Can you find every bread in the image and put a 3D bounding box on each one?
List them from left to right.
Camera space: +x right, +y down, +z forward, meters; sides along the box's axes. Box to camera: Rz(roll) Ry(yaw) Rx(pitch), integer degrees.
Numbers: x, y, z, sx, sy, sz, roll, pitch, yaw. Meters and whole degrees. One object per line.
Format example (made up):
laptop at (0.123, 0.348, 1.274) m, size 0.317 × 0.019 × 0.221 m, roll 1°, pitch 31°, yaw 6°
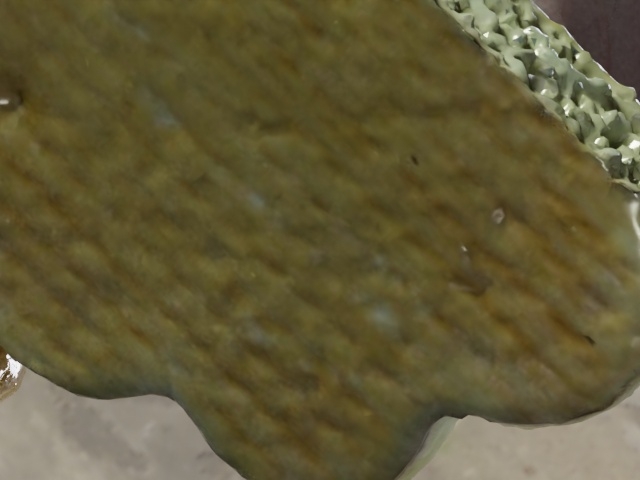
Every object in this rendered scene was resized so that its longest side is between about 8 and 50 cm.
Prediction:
bread at (-0.035, -0.035, 0.558) m, size 0.286 × 0.207 × 0.056 m, roll 49°, pitch 32°, yaw 5°

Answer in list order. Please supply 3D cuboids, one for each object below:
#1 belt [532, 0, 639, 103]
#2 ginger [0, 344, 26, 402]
belt at (0.091, -0.095, 0.718) m, size 0.201 × 0.128 × 0.124 m, roll -1°, pitch 91°, yaw -42°
ginger at (-0.212, -0.013, 1.141) m, size 0.065 × 0.118 × 0.298 m, roll 18°, pitch 33°, yaw -25°
